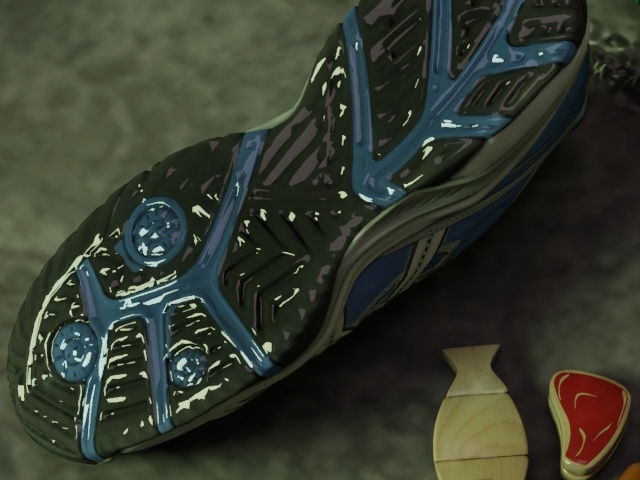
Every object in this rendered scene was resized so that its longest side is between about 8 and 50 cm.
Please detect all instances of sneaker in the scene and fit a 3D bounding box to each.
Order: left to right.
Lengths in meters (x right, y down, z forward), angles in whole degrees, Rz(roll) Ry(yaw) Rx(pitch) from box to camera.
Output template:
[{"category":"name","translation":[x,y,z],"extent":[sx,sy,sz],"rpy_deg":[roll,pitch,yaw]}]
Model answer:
[{"category":"sneaker","translation":[0.000,0.000,0.567],"extent":[0.211,0.081,0.080],"rpy_deg":[-36,65,6]}]

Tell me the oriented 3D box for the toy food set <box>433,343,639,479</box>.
[{"category":"toy food set","translation":[0.070,0.087,0.545],"extent":[0.078,0.019,0.122],"rpy_deg":[2,55,6]}]

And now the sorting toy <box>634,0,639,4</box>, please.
[{"category":"sorting toy","translation":[0.102,-0.108,0.577],"extent":[0.046,0.132,0.274],"rpy_deg":[-32,64,-9]}]
